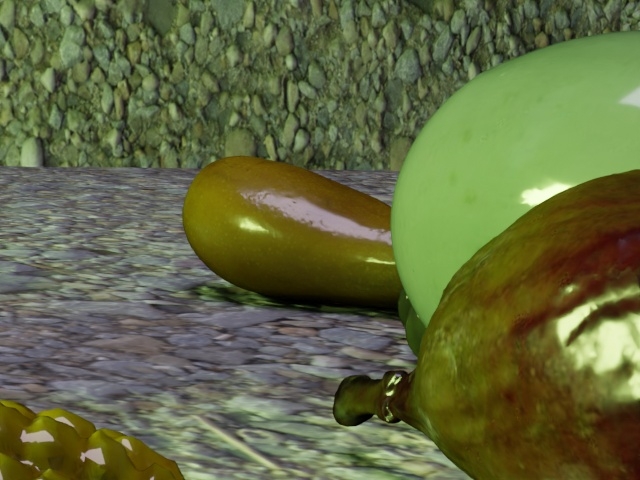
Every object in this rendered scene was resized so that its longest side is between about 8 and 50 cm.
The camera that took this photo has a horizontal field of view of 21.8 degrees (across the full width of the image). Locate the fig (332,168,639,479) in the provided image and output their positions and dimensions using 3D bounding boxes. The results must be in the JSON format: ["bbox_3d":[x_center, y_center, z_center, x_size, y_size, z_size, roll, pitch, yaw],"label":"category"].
[{"bbox_3d":[0.102,0.051,0.661,0.274,0.146,0.170,-10,11,43],"label":"fig"}]

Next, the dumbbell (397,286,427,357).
[{"bbox_3d":[0.076,0.048,1.047,0.052,0.046,0.118,8,5,0],"label":"dumbbell"}]

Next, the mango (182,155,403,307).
[{"bbox_3d":[0.000,0.000,1.244,0.227,0.099,0.136,15,6,26],"label":"mango"}]

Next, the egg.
[{"bbox_3d":[0.163,-0.003,0.817,0.282,0.203,0.203,11,9,37],"label":"egg"}]

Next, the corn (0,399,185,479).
[{"bbox_3d":[-0.199,0.075,0.328,0.363,0.120,0.120,6,5,-18],"label":"corn"}]
